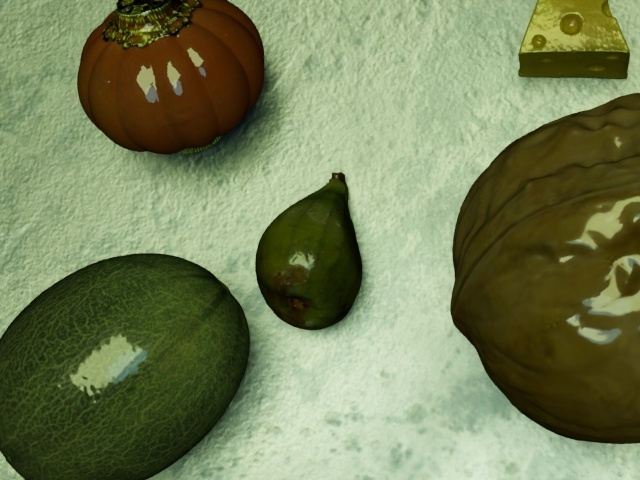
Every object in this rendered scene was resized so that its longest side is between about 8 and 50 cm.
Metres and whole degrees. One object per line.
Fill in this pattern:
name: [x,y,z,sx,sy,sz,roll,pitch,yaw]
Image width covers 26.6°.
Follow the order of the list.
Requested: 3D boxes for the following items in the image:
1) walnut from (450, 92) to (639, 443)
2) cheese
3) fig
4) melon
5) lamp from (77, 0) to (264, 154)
walnut: [0.327,0.031,1.382,0.397,0.308,0.354,-11,44,7]
cheese: [0.290,-0.281,1.557,0.126,0.093,0.171,0,78,10]
fig: [-0.015,0.009,1.555,0.126,0.133,0.185,-29,36,19]
melon: [-0.221,0.142,1.490,0.301,0.237,0.237,-35,75,1]
lamp: [-0.172,-0.197,1.567,0.223,0.197,0.223,-11,39,9]
